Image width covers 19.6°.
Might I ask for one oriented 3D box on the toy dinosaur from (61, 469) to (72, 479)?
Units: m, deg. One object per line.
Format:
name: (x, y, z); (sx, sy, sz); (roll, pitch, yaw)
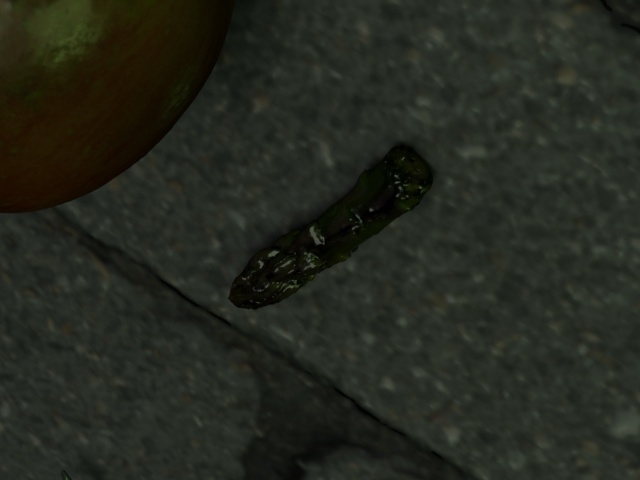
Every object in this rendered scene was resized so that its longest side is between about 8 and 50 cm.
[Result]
toy dinosaur: (-0.134, 0.244, 1.277); (0.187, 0.044, 0.106); (44, 144, -5)

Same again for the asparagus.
asparagus: (0.000, 0.000, 1.061); (0.036, 0.030, 0.165); (34, 131, -27)

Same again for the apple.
apple: (-0.155, -0.143, 0.958); (0.226, 0.246, 0.246); (-39, 98, 19)
